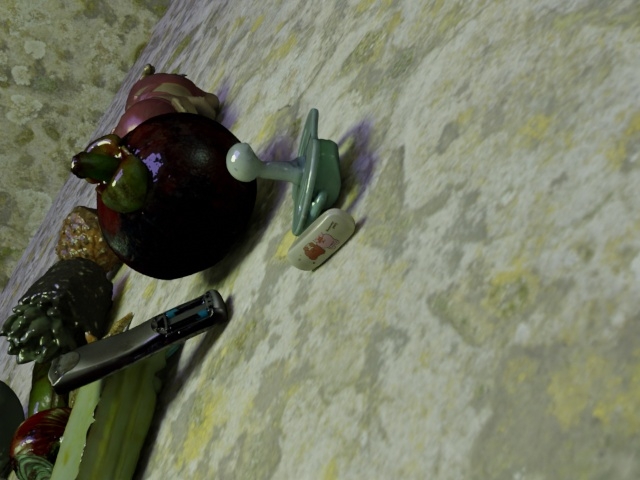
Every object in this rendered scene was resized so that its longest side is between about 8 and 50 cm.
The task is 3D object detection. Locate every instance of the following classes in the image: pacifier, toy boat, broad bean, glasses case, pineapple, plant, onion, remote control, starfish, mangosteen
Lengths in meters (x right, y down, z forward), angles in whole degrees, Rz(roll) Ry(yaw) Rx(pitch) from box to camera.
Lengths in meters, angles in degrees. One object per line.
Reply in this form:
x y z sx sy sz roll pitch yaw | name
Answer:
-0.039 -0.068 0.917 0.150 0.116 0.127 -92 12 -47 | pacifier
-0.249 0.225 1.038 0.111 0.084 0.276 -26 40 49 | toy boat
-0.445 0.239 1.478 0.339 0.061 0.077 -126 47 -67 | broad bean
0.000 0.000 0.847 0.083 0.032 0.021 -43 23 36 | glasses case
-0.440 0.064 1.626 0.248 0.128 0.128 -63 21 6 | pineapple
-0.420 0.124 1.456 0.129 0.132 0.194 -16 30 29 | plant
-0.323 0.263 1.117 0.118 0.117 0.118 -31 17 11 | onion
-0.205 0.113 1.012 0.212 0.028 0.059 -24 35 -4 | remote control
-0.317 0.185 1.302 0.176 0.053 0.208 -30 41 35 | starfish
-0.191 -0.061 1.107 0.216 0.216 0.216 -47 25 30 | mangosteen

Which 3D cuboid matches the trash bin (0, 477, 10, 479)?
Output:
-0.608 0.421 1.318 0.219 0.250 0.220 -96 30 -54 | trash bin

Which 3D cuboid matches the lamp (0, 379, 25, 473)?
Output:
-0.619 0.384 1.546 0.182 0.182 0.314 -32 45 50 | lamp

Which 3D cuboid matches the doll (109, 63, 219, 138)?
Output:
-0.263 -0.174 1.479 0.256 0.152 0.196 -87 18 -63 | doll
